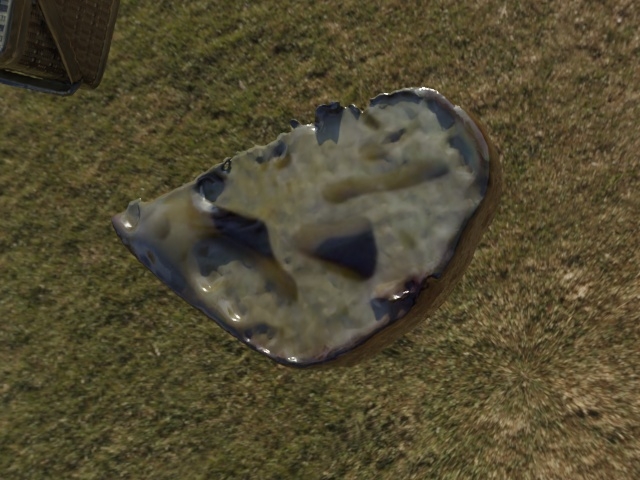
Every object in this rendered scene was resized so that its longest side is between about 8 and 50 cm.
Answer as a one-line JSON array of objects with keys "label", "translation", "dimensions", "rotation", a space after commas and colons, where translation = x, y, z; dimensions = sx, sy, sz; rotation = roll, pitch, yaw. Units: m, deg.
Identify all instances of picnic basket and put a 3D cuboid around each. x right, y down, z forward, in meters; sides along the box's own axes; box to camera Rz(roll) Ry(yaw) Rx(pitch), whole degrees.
[{"label": "picnic basket", "translation": [-0.170, -0.168, 0.349], "dimensions": [0.115, 0.079, 0.164], "rotation": [15, 97, 14]}]

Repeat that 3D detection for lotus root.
[{"label": "lotus root", "translation": [0.000, 0.000, 0.445], "dimensions": [0.260, 0.074, 0.170], "rotation": [-27, 76, 9]}]
